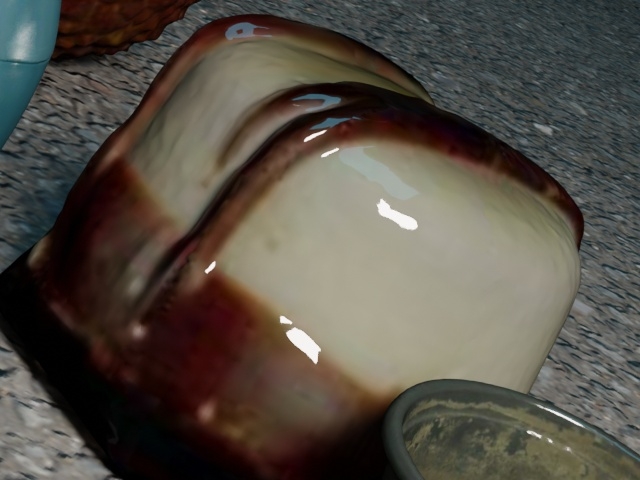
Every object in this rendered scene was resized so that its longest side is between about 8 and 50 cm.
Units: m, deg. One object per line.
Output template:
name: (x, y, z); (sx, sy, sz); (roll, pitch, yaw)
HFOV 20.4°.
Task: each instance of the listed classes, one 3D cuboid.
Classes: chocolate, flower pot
chocolate: (0.000, 0.000, 0.886); (0.284, 0.186, 0.283); (23, 21, -9)
flower pot: (0.078, 0.144, 0.746); (0.157, 0.106, 0.157); (22, 24, -10)

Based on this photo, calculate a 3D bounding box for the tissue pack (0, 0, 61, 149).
tissue pack: (-0.274, -0.162, 0.921); (0.287, 0.206, 0.198); (21, 20, -19)

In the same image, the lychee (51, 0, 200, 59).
lychee: (-0.168, -0.248, 1.185); (0.261, 0.260, 0.260); (23, 20, -9)
